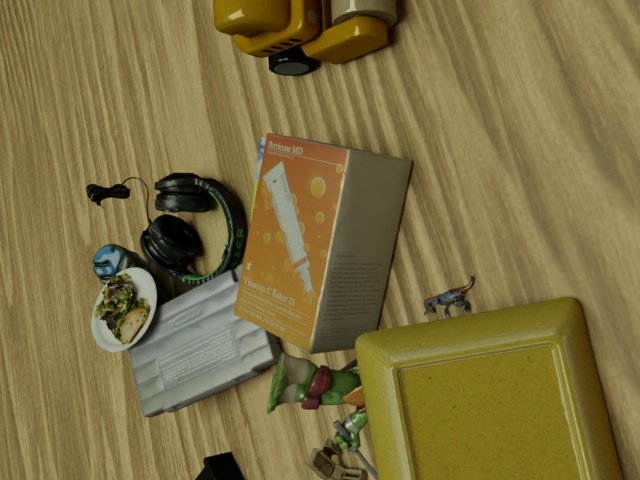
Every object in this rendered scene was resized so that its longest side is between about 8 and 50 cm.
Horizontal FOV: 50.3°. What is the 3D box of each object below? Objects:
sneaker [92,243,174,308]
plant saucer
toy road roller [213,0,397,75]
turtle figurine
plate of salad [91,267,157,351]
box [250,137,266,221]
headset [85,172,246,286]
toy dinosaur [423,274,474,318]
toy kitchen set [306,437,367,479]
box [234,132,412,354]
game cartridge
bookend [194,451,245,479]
[{"bbox_3d":[-0.405,0.147,1.656,0.125,0.140,0.341,-37,80,8],"label":"sneaker"},{"bbox_3d":[0.229,0.263,0.930,0.333,0.081,0.332,-12,78,9],"label":"plant saucer"},{"bbox_3d":[-0.046,-0.438,1.235,0.330,0.241,0.202,-7,84,44],"label":"toy road roller"},{"bbox_3d":[0.049,0.289,1.088,0.198,0.266,0.274,-178,100,-85],"label":"turtle figurine"},{"bbox_3d":[-0.452,0.152,1.539,0.200,0.048,0.199,-13,63,28],"label":"plate of salad"},{"bbox_3d":[-0.087,-0.119,1.399,0.109,0.042,0.178,10,95,43],"label":"box"},{"bbox_3d":[-0.350,-0.048,1.553,0.394,0.185,0.243,27,107,30],"label":"headset"},{"bbox_3d":[0.208,0.099,1.122,0.082,0.047,0.090,13,64,52],"label":"toy dinosaur"},{"bbox_3d":[0.036,0.403,1.246,0.075,0.083,0.068,-12,39,43],"label":"toy kitchen set"},{"bbox_3d":[0.000,0.000,1.223,0.215,0.168,0.345,18,101,43],"label":"box"},{"bbox_3d":[-0.260,0.223,1.478,0.355,0.068,0.230,-26,73,20],"label":"game cartridge"},{"bbox_3d":[-0.224,0.576,1.482,0.156,0.072,0.157,54,124,32],"label":"bookend"}]
